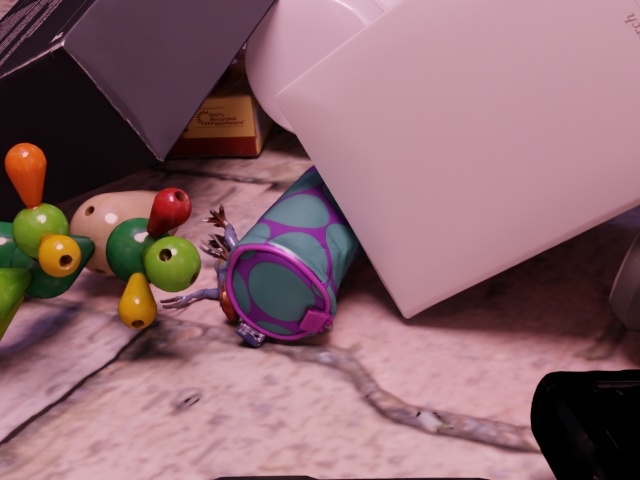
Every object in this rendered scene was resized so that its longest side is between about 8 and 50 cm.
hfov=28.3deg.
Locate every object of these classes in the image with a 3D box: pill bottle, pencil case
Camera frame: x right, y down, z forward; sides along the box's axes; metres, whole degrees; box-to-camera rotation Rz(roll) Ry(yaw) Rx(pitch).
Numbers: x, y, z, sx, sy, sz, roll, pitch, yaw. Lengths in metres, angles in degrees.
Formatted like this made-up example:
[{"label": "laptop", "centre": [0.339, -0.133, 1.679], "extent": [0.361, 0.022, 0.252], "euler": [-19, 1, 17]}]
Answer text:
[{"label": "pill bottle", "centre": [0.046, -0.178, 1.008], "extent": [0.152, 0.152, 0.272], "euler": [5, 26, 21]}, {"label": "pencil case", "centre": [0.000, 0.000, 0.736], "extent": [0.064, 0.070, 0.152], "euler": [-41, 6, 34]}]

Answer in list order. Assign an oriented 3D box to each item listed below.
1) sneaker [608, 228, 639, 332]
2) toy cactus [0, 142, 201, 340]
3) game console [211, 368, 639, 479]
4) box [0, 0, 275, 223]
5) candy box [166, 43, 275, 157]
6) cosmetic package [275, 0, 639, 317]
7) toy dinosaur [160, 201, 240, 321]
[{"label": "sneaker", "centre": [0.262, 0.000, 0.682], "extent": [0.106, 0.101, 0.267], "euler": [34, 45, 28]}, {"label": "toy cactus", "centre": [-0.149, -0.002, 0.724], "extent": [0.219, 0.112, 0.180], "euler": [-14, 8, 30]}, {"label": "game console", "centre": [0.062, 0.114, 0.449], "extent": [0.361, 0.044, 0.213], "euler": [1, 23, -9]}, {"label": "box", "centre": [-0.140, -0.145, 0.879], "extent": [0.184, 0.103, 0.261], "euler": [-20, 30, 41]}, {"label": "candy box", "centre": [-0.087, -0.123, 1.032], "extent": [0.109, 0.053, 0.187], "euler": [-1, 26, 10]}, {"label": "cosmetic package", "centre": [0.173, -0.116, 0.638], "extent": [0.197, 0.155, 0.365], "euler": [-31, -1, -44]}, {"label": "toy dinosaur", "centre": [-0.049, 0.016, 0.746], "extent": [0.090, 0.047, 0.082], "euler": [-4, 43, -27]}]
